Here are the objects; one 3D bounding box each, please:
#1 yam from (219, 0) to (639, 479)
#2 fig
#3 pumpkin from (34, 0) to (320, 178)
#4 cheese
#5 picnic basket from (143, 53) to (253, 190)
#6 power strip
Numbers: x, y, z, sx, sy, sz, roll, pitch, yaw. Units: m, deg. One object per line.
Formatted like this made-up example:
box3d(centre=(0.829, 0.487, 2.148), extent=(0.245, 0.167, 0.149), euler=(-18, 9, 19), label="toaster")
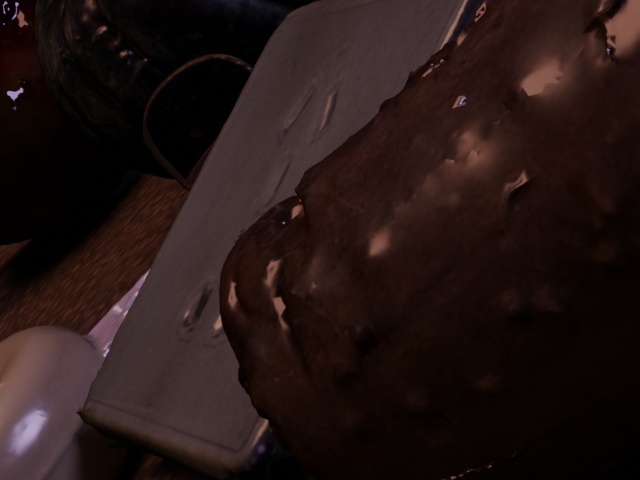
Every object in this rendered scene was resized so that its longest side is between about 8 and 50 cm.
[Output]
box3d(centre=(0.099, -0.033, 0.463), extent=(0.279, 0.131, 0.131), euler=(-40, 16, 24), label="yam")
box3d(centre=(-0.266, -0.052, 1.412), extent=(0.321, 0.217, 0.217), euler=(-58, 4, 40), label="fig")
box3d(centre=(-0.068, -0.143, 1.081), extent=(0.220, 0.162, 0.220), euler=(-167, 90, -68), label="pumpkin")
box3d(centre=(-0.131, 0.079, 0.887), extent=(0.249, 0.071, 0.163), euler=(-54, 17, -28), label="cheese")
box3d(centre=(-0.049, -0.053, 0.983), extent=(0.072, 0.083, 0.072), euler=(-42, 15, 14), label="picnic basket")
box3d(centre=(0.000, 0.000, 0.751), extent=(0.213, 0.064, 0.198), euler=(-63, 20, -10), label="power strip")
